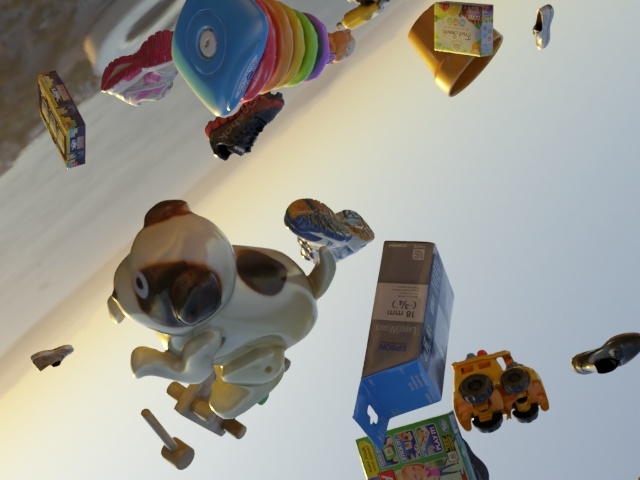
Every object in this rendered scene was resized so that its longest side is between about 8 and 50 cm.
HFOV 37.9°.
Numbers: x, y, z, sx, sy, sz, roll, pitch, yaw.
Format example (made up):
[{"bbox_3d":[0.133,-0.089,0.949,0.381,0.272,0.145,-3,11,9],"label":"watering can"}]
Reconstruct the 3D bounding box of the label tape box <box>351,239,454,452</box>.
[{"bbox_3d":[0.161,0.201,1.705,0.240,0.106,0.333,58,38,-59],"label":"label tape box"}]

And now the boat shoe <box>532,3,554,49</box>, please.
[{"bbox_3d":[0.430,-0.415,1.825,0.035,0.035,0.100,-22,145,-17],"label":"boat shoe"}]

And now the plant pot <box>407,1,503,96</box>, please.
[{"bbox_3d":[0.335,-0.509,2.418,0.205,0.188,0.205,-44,169,-11],"label":"plant pot"}]

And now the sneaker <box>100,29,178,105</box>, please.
[{"bbox_3d":[-0.366,-0.379,2.078,0.252,0.111,0.103,-18,-124,30],"label":"sneaker"}]

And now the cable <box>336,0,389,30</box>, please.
[{"bbox_3d":[0.134,-0.440,1.630,0.139,0.072,0.287,-51,-154,-18],"label":"cable"}]

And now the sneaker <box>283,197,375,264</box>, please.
[{"bbox_3d":[0.000,0.000,1.922,0.131,0.112,0.296,-42,154,19],"label":"sneaker"}]

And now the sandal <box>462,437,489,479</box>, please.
[{"bbox_3d":[0.343,0.552,2.256,0.060,0.219,0.090,1,-136,51],"label":"sandal"}]

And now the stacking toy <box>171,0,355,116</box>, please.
[{"bbox_3d":[-0.053,-0.289,1.396,0.302,0.165,0.175,-9,140,-45],"label":"stacking toy"}]

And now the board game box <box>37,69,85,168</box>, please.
[{"bbox_3d":[-0.577,-0.269,2.083,0.048,0.170,0.141,-20,155,-26],"label":"board game box"}]

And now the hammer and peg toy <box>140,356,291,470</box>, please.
[{"bbox_3d":[-0.229,0.345,2.056,0.361,0.127,0.266,-55,154,-11],"label":"hammer and peg toy"}]

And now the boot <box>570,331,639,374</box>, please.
[{"bbox_3d":[0.729,0.284,2.280,0.198,0.076,0.137,-25,179,-8],"label":"boot"}]

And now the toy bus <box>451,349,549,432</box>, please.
[{"bbox_3d":[0.432,0.343,2.294,0.220,0.149,0.211,-16,-144,12],"label":"toy bus"}]

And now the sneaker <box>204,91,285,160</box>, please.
[{"bbox_3d":[-0.202,-0.307,2.557,0.276,0.098,0.135,-26,-122,31],"label":"sneaker"}]

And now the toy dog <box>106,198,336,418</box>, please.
[{"bbox_3d":[-0.188,0.106,1.637,0.395,0.284,0.408,-23,149,17],"label":"toy dog"}]

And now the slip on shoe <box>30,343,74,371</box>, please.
[{"bbox_3d":[-0.597,0.265,2.095,0.051,0.041,0.135,-30,172,14],"label":"slip on shoe"}]

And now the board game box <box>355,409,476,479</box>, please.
[{"bbox_3d":[0.215,0.523,1.865,0.214,0.317,0.046,-22,170,23],"label":"board game box"}]

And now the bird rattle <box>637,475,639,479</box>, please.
[{"bbox_3d":[0.515,0.515,1.512,0.253,0.143,0.207,-55,-166,-25],"label":"bird rattle"}]

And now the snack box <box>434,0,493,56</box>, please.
[{"bbox_3d":[0.291,-0.433,1.903,0.037,0.100,0.141,-16,-157,-31],"label":"snack box"}]
